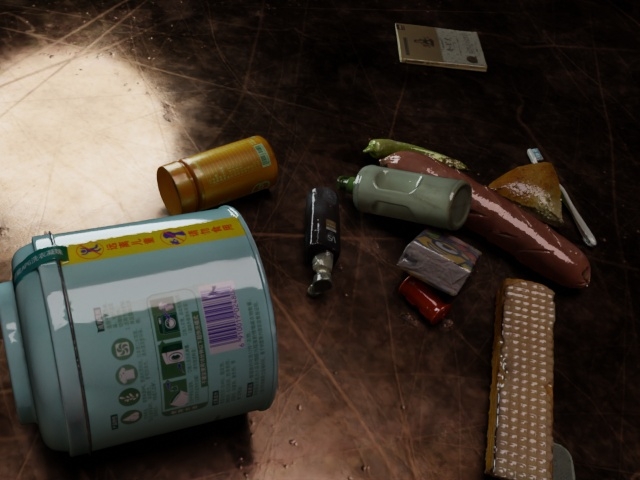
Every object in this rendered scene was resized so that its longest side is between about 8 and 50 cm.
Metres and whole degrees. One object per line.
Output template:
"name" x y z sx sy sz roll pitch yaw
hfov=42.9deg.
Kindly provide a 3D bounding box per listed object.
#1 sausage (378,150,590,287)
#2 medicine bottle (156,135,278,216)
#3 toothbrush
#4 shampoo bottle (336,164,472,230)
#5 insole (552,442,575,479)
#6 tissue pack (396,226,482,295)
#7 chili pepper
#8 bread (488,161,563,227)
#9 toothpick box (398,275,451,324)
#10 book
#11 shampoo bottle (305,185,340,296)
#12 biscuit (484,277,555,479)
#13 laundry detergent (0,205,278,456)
"sausage" 0.292 -0.049 1.453 0.433 0.087 0.088 33 51 17
"medicine bottle" -0.174 -0.110 1.395 0.192 0.096 0.096 -23 57 -29
"toothbrush" 0.460 -0.086 1.565 0.026 0.022 0.263 -13 52 -8
"shampoo bottle" 0.135 -0.080 1.414 0.234 0.087 0.118 12 14 26
"insole" 0.333 0.384 1.134 0.080 0.003 0.232 13 48 -1
"tissue pack" 0.198 0.032 1.340 0.109 0.060 0.148 29 19 11
"chili pepper" 0.180 -0.164 1.558 0.208 0.049 0.043 9 82 -8
"bread" 0.409 -0.105 1.542 0.154 0.054 0.136 29 54 11
"toothpick box" 0.170 0.096 1.323 0.047 0.047 0.083 -28 61 -31
"book" 0.270 -0.435 1.833 0.199 0.016 0.138 5 48 -8
"shampoo bottle" 0.001 0.000 1.364 0.057 0.063 0.207 14 45 -14
"biscuit" 0.310 0.209 1.245 0.094 0.054 0.378 13 48 2
"laundry detergent" -0.243 0.115 1.052 0.305 0.287 0.287 -10 52 -20
